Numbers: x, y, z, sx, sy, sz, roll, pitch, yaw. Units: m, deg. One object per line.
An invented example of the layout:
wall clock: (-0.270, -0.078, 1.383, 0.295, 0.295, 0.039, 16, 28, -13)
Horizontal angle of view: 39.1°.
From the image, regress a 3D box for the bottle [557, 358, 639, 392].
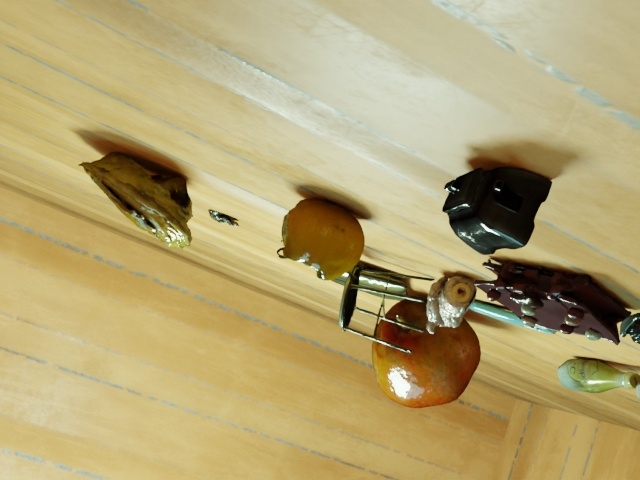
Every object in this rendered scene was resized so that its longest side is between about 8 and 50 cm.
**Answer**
bottle: (0.682, 0.332, 2.195, 0.083, 0.083, 0.270, 23, 167, -16)

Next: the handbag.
handbag: (0.393, 0.105, 1.520, 0.203, 0.074, 0.216, 10, 166, 44)

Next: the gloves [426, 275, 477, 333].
gloves: (0.261, 0.119, 1.811, 0.094, 0.110, 0.144, 28, 142, 0)

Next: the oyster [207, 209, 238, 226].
oyster: (-0.227, -0.048, 2.107, 0.083, 0.019, 0.054, 18, 170, 12)

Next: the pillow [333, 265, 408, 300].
pillow: (0.106, 0.094, 2.127, 0.208, 0.052, 0.212, 16, 172, 9)

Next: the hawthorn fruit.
hawthorn fruit: (0.247, 0.259, 2.224, 0.277, 0.277, 0.298, 13, 149, 39)

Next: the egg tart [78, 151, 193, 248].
egg tart: (-0.350, -0.096, 1.822, 0.297, 0.132, 0.297, 35, 175, 4)

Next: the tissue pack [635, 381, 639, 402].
tissue pack: (0.699, 0.269, 1.705, 0.159, 0.145, 0.229, -14, 167, 5)

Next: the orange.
orange: (0.000, 0.000, 1.576, 0.157, 0.134, 0.156, 15, 155, 7)

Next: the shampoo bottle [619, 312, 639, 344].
shampoo bottle: (0.603, 0.180, 1.422, 0.284, 0.101, 0.101, 22, 171, -8)

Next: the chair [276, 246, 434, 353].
chair: (0.067, 0.111, 1.919, 0.326, 0.170, 0.160, 14, -159, 11)

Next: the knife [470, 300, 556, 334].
knife: (0.413, 0.162, 1.945, 0.222, 0.031, 0.064, 16, 174, 44)

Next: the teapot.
teapot: (0.191, -0.045, 1.060, 0.096, 0.087, 0.177, 26, 170, -9)
